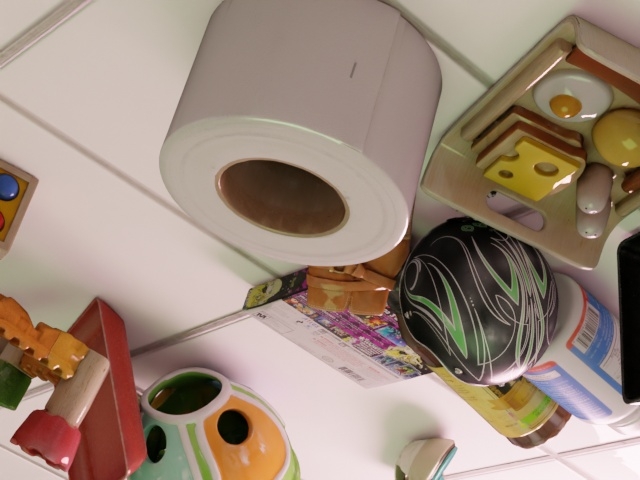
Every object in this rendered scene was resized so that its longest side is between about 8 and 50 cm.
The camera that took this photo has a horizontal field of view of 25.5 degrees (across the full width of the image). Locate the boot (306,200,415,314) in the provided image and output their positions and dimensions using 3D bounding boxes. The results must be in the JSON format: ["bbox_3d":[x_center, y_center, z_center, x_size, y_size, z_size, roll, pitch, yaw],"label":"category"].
[{"bbox_3d":[0.000,0.000,1.555,0.197,0.073,0.152,13,108,0],"label":"boot"}]

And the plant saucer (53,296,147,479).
[{"bbox_3d":[-0.319,0.243,2.043,0.048,0.259,0.258,-3,159,-28],"label":"plant saucer"}]

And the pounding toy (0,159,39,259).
[{"bbox_3d":[-0.428,-0.047,1.698,0.141,0.130,0.100,29,147,-21],"label":"pounding toy"}]

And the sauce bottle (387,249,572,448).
[{"bbox_3d":[0.170,0.118,1.699,0.111,0.111,0.344,-18,130,44],"label":"sauce bottle"}]

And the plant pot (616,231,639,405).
[{"bbox_3d":[0.433,0.078,1.464,0.167,0.187,0.188,18,151,-27],"label":"plant pot"}]

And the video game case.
[{"bbox_3d":[0.052,0.107,1.811,0.232,0.041,0.210,34,145,-28],"label":"video game case"}]

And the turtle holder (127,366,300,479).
[{"bbox_3d":[-0.178,0.297,2.084,0.320,0.243,0.227,44,156,58],"label":"turtle holder"}]

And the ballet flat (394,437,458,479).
[{"bbox_3d":[0.150,0.348,2.134,0.086,0.086,0.248,13,150,5],"label":"ballet flat"}]

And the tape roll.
[{"bbox_3d":[-0.017,-0.108,1.368,0.246,0.169,0.246,12,150,7],"label":"tape roll"}]

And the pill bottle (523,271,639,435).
[{"bbox_3d":[0.313,0.141,1.665,0.124,0.124,0.221,-16,137,42],"label":"pill bottle"}]

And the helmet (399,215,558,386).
[{"bbox_3d":[0.179,0.068,1.537,0.161,0.169,0.169,42,175,47],"label":"helmet"}]

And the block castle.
[{"bbox_3d":[-0.533,0.160,1.900,0.453,0.212,0.303,10,155,45],"label":"block castle"}]

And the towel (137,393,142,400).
[{"bbox_3d":[-0.297,0.279,2.272,0.148,0.027,0.110,34,146,-27],"label":"towel"}]

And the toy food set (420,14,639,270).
[{"bbox_3d":[0.259,-0.076,1.365,0.220,0.092,0.306,24,148,-14],"label":"toy food set"}]

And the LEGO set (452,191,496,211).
[{"bbox_3d":[0.163,-0.047,1.524,0.054,0.023,0.083,7,148,15],"label":"LEGO set"}]
